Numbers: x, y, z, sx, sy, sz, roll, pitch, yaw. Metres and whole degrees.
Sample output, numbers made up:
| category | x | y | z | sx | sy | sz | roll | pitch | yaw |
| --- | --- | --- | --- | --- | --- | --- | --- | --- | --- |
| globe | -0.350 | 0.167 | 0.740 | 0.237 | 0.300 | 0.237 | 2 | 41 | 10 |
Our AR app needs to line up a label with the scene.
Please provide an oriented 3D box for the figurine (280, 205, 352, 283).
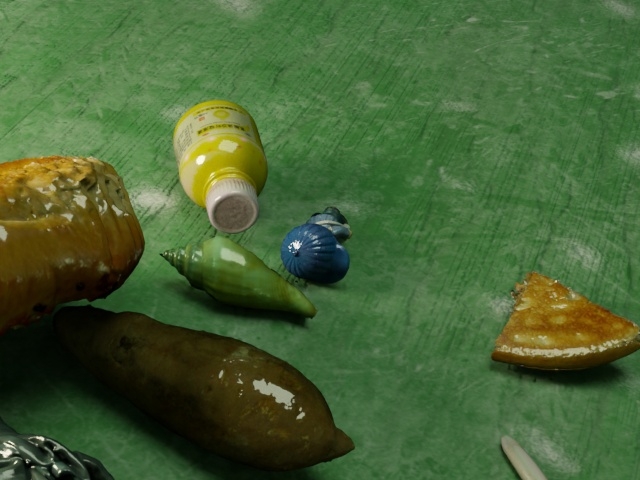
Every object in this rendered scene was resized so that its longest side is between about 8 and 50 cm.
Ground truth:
| category | x | y | z | sx | sy | sz | roll | pitch | yaw |
| --- | --- | --- | --- | --- | --- | --- | --- | --- | --- |
| figurine | 0.000 | 0.000 | 2.160 | 0.086 | 0.087 | 0.149 | -19 | 22 | 21 |

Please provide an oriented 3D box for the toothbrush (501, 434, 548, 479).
| category | x | y | z | sx | sy | sz | roll | pitch | yaw |
| --- | --- | --- | --- | --- | --- | --- | --- | --- | --- |
| toothbrush | 0.272 | 0.308 | 1.793 | 0.025 | 0.029 | 0.307 | -9 | 36 | -20 |

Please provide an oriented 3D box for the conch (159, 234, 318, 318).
| category | x | y | z | sx | sy | sz | roll | pitch | yaw |
| --- | --- | --- | --- | --- | --- | --- | --- | --- | --- |
| conch | -0.102 | 0.044 | 2.048 | 0.201 | 0.079 | 0.095 | 25 | 15 | -13 |

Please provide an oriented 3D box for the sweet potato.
| category | x | y | z | sx | sy | sz | roll | pitch | yaw |
| --- | --- | --- | --- | --- | --- | --- | --- | --- | --- |
| sweet potato | -0.154 | 0.152 | 1.811 | 0.423 | 0.130 | 0.130 | 20 | 30 | 26 |

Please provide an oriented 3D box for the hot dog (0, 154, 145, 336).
| category | x | y | z | sx | sy | sz | roll | pitch | yaw |
| --- | --- | --- | --- | --- | --- | --- | --- | --- | --- |
| hot dog | -0.389 | 0.016 | 1.806 | 0.365 | 0.196 | 0.367 | -23 | 17 | -40 |

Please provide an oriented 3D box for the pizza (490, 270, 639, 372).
| category | x | y | z | sx | sy | sz | roll | pitch | yaw |
| --- | --- | --- | --- | --- | --- | --- | --- | --- | --- |
| pizza | 0.309 | 0.111 | 2.108 | 0.201 | 0.053 | 0.193 | -2 | 33 | -2 |

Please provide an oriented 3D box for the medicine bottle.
| category | x | y | z | sx | sy | sz | roll | pitch | yaw |
| --- | --- | --- | --- | --- | --- | --- | --- | --- | --- |
| medicine bottle | -0.131 | -0.093 | 2.214 | 0.122 | 0.121 | 0.212 | 4 | 31 | -15 |

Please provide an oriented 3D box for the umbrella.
| category | x | y | z | sx | sy | sz | roll | pitch | yaw |
| --- | --- | --- | --- | --- | --- | --- | --- | --- | --- |
| umbrella | -0.305 | 0.228 | 1.647 | 0.349 | 0.094 | 0.143 | 32 | 40 | 26 |
